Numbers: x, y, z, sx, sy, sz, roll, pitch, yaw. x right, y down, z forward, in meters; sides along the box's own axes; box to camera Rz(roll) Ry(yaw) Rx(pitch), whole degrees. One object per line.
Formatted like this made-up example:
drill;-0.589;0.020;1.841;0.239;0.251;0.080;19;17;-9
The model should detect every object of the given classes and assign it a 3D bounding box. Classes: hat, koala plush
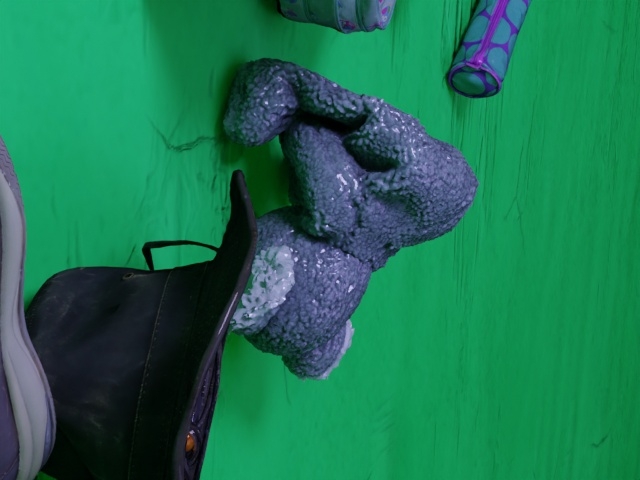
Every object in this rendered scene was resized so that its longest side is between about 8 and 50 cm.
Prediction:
hat;-0.130;0.089;0.980;0.331;0.134;0.331;-167;-90;-86
koala plush;0.000;0.000;1.232;0.221;0.203;0.196;-62;152;-11

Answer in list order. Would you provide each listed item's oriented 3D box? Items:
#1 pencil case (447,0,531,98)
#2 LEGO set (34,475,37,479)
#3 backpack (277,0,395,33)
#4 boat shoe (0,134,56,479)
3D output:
pencil case;0.194;-0.235;1.712;0.070;0.064;0.152;89;20;-61
LEGO set;-0.208;0.167;0.996;0.083;0.023;0.054;-29;124;-61
backpack;0.024;-0.265;1.254;0.152;0.115;0.182;47;58;-64
boat shoe;-0.228;0.031;0.769;0.130;0.132;0.355;-55;145;-45
